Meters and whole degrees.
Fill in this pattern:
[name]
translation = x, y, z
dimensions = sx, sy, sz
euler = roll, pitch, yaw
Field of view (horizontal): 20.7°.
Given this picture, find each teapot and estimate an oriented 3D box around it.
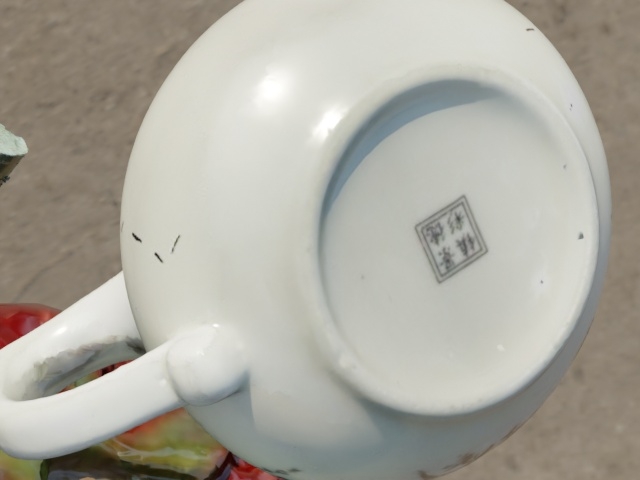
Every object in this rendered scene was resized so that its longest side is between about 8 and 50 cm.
[teapot]
translation = 0.000, 0.000, 0.703
dimensions = 0.300, 0.166, 0.208
euler = -25, 119, -14

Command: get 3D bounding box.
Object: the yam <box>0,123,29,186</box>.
[yam]
translation = -0.248, -0.024, 1.141
dimensions = 0.054, 0.132, 0.054
euler = 37, 18, -15

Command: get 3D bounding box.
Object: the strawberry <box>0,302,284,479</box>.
[strawberry]
translation = -0.187, 0.179, 0.934
dimensions = 0.317, 0.345, 0.295
euler = -14, 91, -32
